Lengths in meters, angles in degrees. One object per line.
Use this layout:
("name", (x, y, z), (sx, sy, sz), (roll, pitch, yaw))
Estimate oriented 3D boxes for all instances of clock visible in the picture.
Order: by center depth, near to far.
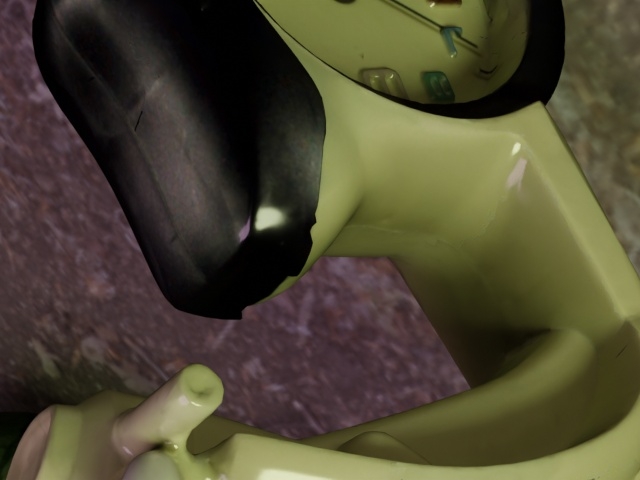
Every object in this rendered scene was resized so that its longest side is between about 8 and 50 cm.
("clock", (0.000, 0.000, 0.458), (0.120, 0.276, 0.379), (-45, 58, 46))

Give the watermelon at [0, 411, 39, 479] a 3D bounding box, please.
("watermelon", (-0.185, 0.218, 0.810), (0.242, 0.242, 0.242), (18, 129, 24))
